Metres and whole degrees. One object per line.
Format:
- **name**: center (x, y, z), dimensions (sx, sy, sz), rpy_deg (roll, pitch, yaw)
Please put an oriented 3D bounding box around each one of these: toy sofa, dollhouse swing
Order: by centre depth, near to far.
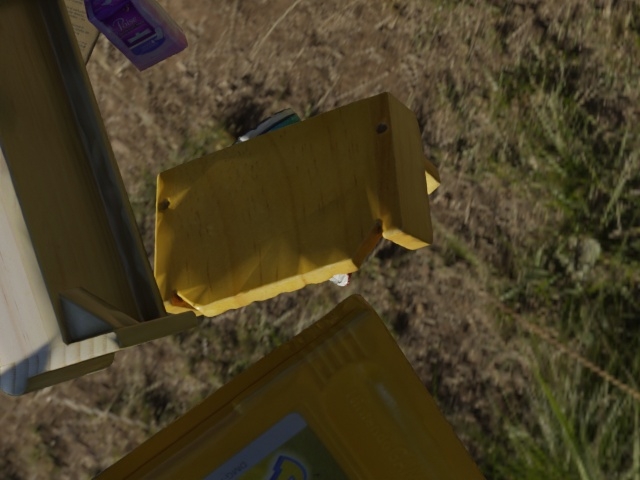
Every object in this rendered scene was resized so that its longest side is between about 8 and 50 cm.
- **toy sofa**: center (-0.256, -0.058, 0.988), dimensions (0.177, 0.150, 0.362), rpy_deg (-20, 87, 18)
- **dollhouse swing**: center (0.000, 0.000, 1.615), dimensions (0.347, 0.315, 0.305), rpy_deg (-18, 143, 19)

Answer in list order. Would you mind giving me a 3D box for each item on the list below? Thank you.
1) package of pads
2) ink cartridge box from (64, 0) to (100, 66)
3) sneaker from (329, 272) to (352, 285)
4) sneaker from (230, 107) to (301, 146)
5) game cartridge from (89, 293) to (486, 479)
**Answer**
- **package of pads**: center (-0.152, -0.179, 0.978), dimensions (0.050, 0.032, 0.083), rpy_deg (-27, 145, 12)
- **ink cartridge box**: center (-0.380, -0.343, 1.495), dimensions (0.235, 0.088, 0.193), rpy_deg (15, 118, -31)
- **sneaker**: center (-0.011, 0.021, 2.005), dimensions (0.093, 0.225, 0.088), rpy_deg (6, 98, -28)
- **sneaker**: center (-0.113, -0.088, 1.873), dimensions (0.110, 0.107, 0.275), rpy_deg (36, 90, 6)
- **game cartridge**: center (-0.025, 0.242, 0.988), dimensions (0.324, 0.052, 0.285), rpy_deg (-35, 117, -3)
